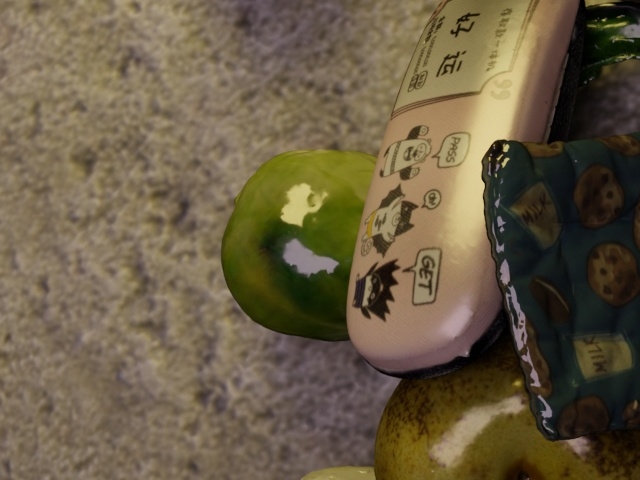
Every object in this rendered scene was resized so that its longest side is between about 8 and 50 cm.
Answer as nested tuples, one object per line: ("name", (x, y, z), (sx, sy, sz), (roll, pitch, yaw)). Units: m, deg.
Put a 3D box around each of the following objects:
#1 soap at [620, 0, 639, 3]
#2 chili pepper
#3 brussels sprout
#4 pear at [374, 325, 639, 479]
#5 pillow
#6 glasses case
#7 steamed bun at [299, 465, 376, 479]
("soap", (0.218, -0.281, 1.172), (0.073, 0.140, 0.232), (0, 86, 28))
("chili pepper", (0.137, -0.058, 1.227), (0.279, 0.065, 0.122), (-54, 27, 3))
("brussels sprout", (-0.004, 0.002, 1.278), (0.151, 0.122, 0.149), (-38, 72, 21))
("pear", (0.135, 0.143, 1.163), (0.197, 0.197, 0.197), (-3, 84, 28))
("pillow", (0.217, 0.023, 1.101), (0.034, 0.256, 0.189), (-25, 70, 59))
("glasses case", (0.096, -0.053, 1.153), (0.122, 0.075, 0.314), (-6, 55, 40))
("steamed bun", (0.037, 0.217, 1.253), (0.130, 0.091, 0.112), (28, 106, 27))
